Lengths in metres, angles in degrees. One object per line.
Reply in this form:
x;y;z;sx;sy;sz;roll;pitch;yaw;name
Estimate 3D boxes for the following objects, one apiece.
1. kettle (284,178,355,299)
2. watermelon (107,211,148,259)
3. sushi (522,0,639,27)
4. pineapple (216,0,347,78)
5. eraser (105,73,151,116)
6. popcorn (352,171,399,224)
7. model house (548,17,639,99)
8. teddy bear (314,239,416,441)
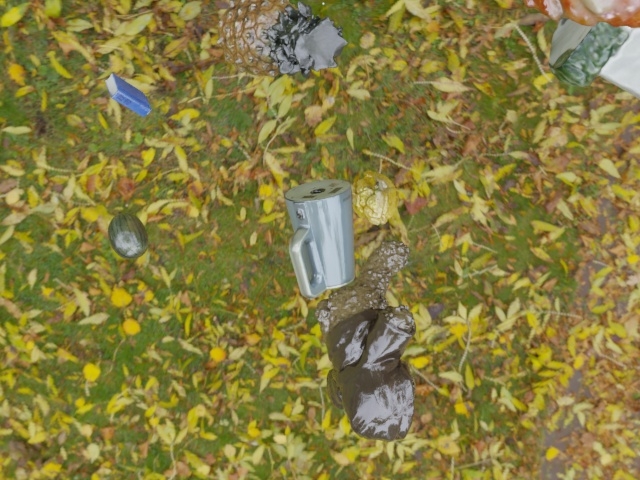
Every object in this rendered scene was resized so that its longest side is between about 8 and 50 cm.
0.000;0.000;1.404;0.160;0.210;0.243;2;113;29;kettle
-0.403;-0.011;1.232;0.078;0.078;0.111;-32;66;12;watermelon
0.124;-0.235;0.337;0.130;0.332;0.124;-19;151;-16;sushi
-0.061;-0.348;1.031;0.157;0.278;0.158;-20;125;-33;pineapple
-0.390;-0.294;1.196;0.027;0.063;0.084;-42;144;15;eraser
0.164;-0.130;1.773;0.148;0.167;0.152;25;147;-8;popcorn
0.491;-0.269;0.750;0.301;0.190;0.271;34;127;1;model house
0.031;0.072;0.449;0.078;0.160;0.119;15;131;-15;teddy bear
